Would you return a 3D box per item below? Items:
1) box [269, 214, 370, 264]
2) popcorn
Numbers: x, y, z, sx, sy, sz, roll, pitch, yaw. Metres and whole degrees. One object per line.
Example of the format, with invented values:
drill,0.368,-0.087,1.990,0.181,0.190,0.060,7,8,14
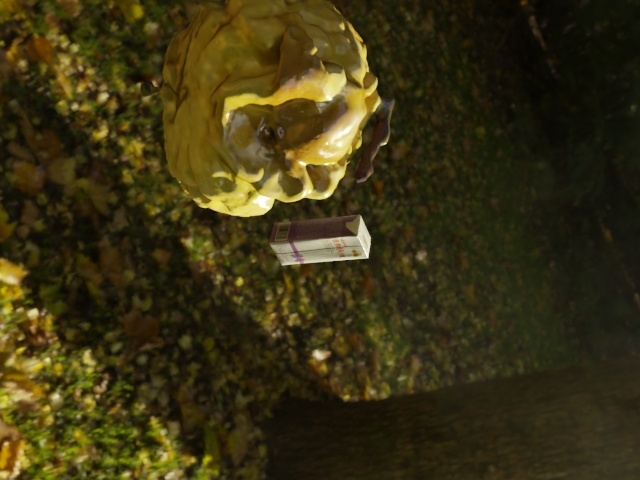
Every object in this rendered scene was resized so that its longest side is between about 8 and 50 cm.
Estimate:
box,0.000,0.000,1.092,0.050,0.117,0.036,66,26,-49
popcorn,-0.052,-0.195,1.268,0.381,0.349,0.349,6,61,-28
